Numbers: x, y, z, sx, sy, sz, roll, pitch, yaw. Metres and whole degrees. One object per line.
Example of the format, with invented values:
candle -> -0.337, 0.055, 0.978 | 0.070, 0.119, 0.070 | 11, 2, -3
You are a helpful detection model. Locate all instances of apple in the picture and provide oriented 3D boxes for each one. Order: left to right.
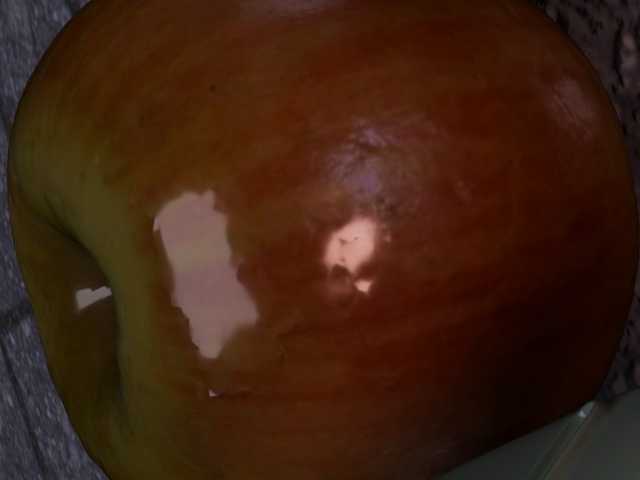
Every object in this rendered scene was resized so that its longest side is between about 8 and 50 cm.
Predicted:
apple -> 0.000, 0.000, 0.604 | 0.286, 0.233, 0.286 | 39, 138, 46

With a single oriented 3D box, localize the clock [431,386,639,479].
clock -> 0.146, 0.196, 0.408 | 0.324, 0.108, 0.265 | 44, 151, -2
